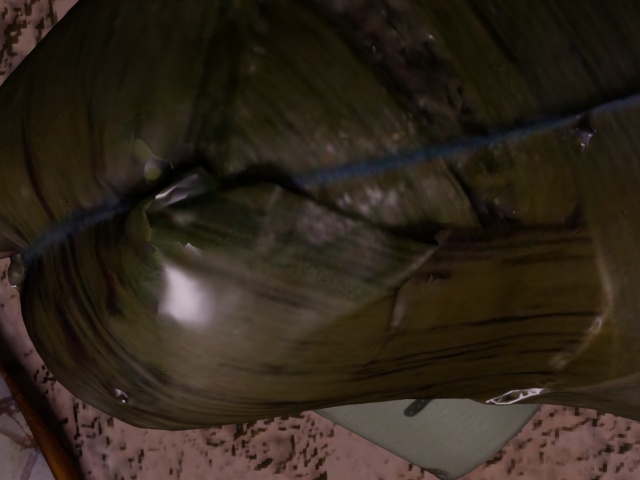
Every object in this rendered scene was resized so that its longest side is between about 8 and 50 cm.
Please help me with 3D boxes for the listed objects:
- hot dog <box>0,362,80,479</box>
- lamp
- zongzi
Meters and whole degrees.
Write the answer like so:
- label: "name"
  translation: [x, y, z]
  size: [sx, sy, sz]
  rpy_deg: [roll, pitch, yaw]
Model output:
- label: "hot dog"
  translation: [-0.182, 0.095, 0.975]
  size: [0.108, 0.059, 0.191]
  rpy_deg: [-24, 96, 35]
- label: "lamp"
  translation: [0.000, 0.000, 0.796]
  size: [0.214, 0.121, 0.121]
  rpy_deg: [44, 124, -9]
- label: "zongzi"
  translation: [0.077, 0.029, 0.658]
  size: [0.160, 0.323, 0.360]
  rpy_deg: [-23, 104, 45]
